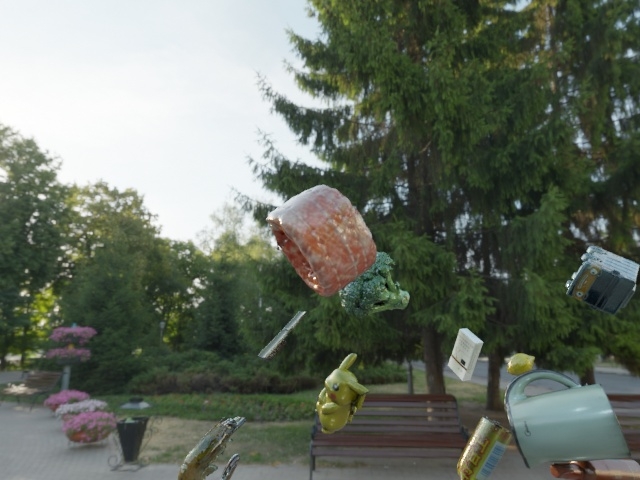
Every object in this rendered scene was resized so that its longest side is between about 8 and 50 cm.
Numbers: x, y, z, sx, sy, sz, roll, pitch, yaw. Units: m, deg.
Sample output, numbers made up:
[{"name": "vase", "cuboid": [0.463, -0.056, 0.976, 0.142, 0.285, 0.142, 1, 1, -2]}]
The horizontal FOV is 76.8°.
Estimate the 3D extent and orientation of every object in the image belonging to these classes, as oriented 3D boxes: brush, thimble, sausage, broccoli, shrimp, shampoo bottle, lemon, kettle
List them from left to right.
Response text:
[{"name": "shrimp", "cuboid": [-0.291, 0.625, 1.145, 0.058, 0.173, 0.253, -10, 20, 46]}, {"name": "brush", "cuboid": [-0.126, 0.333, 1.414, 0.043, 0.036, 0.248, 3, 31, 34]}, {"name": "thimble", "cuboid": [0.000, 0.000, 0.918, 0.162, 0.239, 0.239, -36, -6, -15]}, {"name": "broccoli", "cuboid": [0.200, 0.171, 1.497, 0.270, 0.269, 0.270, 24, -18, -5]}, {"name": "sausage", "cuboid": [0.587, 0.814, 1.508, 0.117, 0.317, 0.125, 32, -2, -1]}, {"name": "lemon", "cuboid": [0.610, 0.376, 1.226, 0.092, 0.065, 0.065, -29, -17, 2]}, {"name": "kettle", "cuboid": [0.590, 0.433, 1.008, 0.237, 0.221, 0.161, -22, -31, 25]}, {"name": "shampoo bottle", "cuboid": [0.689, 0.584, 1.013, 0.245, 0.085, 0.085, 12, -17, -15]}]

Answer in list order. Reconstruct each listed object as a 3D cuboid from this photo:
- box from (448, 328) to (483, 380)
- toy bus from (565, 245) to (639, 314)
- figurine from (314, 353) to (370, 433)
[{"name": "box", "cuboid": [0.489, 0.385, 1.365, 0.040, 0.154, 0.084, 1, 22, -24]}, {"name": "toy bus", "cuboid": [0.915, 0.123, 1.306, 0.167, 0.138, 0.275, 32, 28, 32]}, {"name": "figurine", "cuboid": [0.092, 0.693, 1.780, 0.169, 0.326, 0.218, 8, 19, -22]}]
